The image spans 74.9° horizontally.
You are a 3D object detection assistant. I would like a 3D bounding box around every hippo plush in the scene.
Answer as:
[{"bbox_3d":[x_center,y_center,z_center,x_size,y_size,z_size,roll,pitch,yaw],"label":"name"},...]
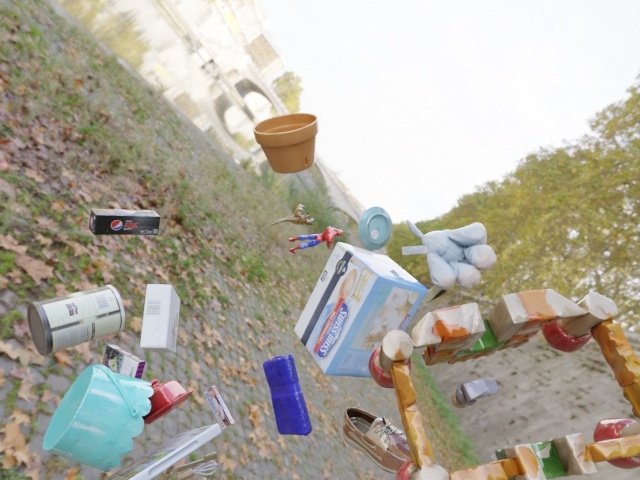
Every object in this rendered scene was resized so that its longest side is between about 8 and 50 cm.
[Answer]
[{"bbox_3d":[0.448,0.079,1.438,0.236,0.295,0.234,44,53,-59],"label":"hippo plush"}]

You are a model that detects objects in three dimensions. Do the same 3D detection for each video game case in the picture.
[{"bbox_3d":[-0.490,0.656,1.245,0.300,0.329,0.036,-19,79,-45],"label":"video game case"},{"bbox_3d":[-0.800,0.556,1.652,0.211,0.231,0.042,12,-4,30],"label":"video game case"}]

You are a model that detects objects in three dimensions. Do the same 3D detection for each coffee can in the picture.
[{"bbox_3d":[-0.931,0.299,1.602,0.276,0.201,0.201,-13,61,-47],"label":"coffee can"}]

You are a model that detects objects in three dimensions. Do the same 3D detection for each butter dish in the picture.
[{"bbox_3d":[-0.534,0.519,1.391,0.118,0.160,0.160,57,5,10],"label":"butter dish"}]

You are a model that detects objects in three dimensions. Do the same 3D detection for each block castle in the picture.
[{"bbox_3d":[0.333,0.283,0.761,0.212,0.455,0.302,84,-5,-59],"label":"block castle"}]

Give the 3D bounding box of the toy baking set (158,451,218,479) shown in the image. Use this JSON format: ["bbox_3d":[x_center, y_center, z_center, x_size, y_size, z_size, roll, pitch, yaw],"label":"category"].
[{"bbox_3d":[-0.482,0.855,1.509,0.197,0.256,0.030,18,14,-31],"label":"toy baking set"}]

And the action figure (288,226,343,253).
[{"bbox_3d":[0.000,0.000,2.003,0.139,0.281,0.091,17,62,-55],"label":"action figure"}]

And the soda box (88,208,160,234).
[{"bbox_3d":[-0.527,-0.050,1.130,0.169,0.059,0.053,-1,23,-44],"label":"soda box"}]

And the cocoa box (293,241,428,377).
[{"bbox_3d":[0.118,0.223,1.312,0.232,0.346,0.228,18,15,-35],"label":"cocoa box"}]

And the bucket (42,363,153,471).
[{"bbox_3d":[-0.650,0.512,1.228,0.183,0.281,0.281,37,11,-29],"label":"bucket"}]

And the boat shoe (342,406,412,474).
[{"bbox_3d":[0.190,0.626,1.324,0.325,0.123,0.116,5,-68,42],"label":"boat shoe"}]

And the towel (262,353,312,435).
[{"bbox_3d":[-0.142,0.617,1.661,0.228,0.077,0.307,-39,-115,55],"label":"towel"}]

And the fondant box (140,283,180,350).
[{"bbox_3d":[-0.643,0.327,1.700,0.330,0.096,0.237,122,-31,-69],"label":"fondant box"}]

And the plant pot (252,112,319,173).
[{"bbox_3d":[-0.138,-0.431,1.873,0.290,0.291,0.203,-121,-163,-57],"label":"plant pot"}]

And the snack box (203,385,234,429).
[{"bbox_3d":[-0.444,0.729,1.824,0.178,0.064,0.022,56,26,14],"label":"snack box"}]

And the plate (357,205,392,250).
[{"bbox_3d":[0.237,-0.050,1.756,0.024,0.188,0.188,10,-38,56],"label":"plate"}]

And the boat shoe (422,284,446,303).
[{"bbox_3d":[0.421,0.198,1.552,0.042,0.133,0.048,12,48,-26],"label":"boat shoe"}]

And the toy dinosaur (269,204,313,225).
[{"bbox_3d":[-0.109,-0.096,1.829,0.212,0.112,0.064,2,26,-30],"label":"toy dinosaur"}]
